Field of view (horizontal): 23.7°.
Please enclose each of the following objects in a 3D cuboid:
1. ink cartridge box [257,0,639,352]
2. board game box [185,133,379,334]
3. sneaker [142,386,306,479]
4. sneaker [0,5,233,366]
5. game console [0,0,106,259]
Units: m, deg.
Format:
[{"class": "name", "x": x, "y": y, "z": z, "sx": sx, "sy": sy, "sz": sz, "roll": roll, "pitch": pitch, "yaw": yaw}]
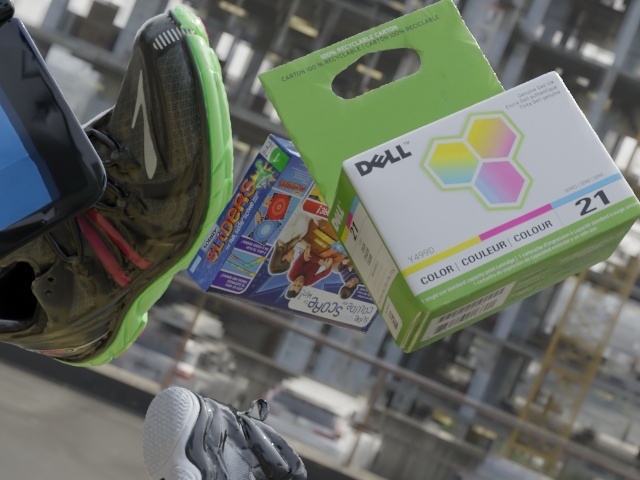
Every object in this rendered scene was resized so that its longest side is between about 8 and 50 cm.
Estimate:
[{"class": "ink cartridge box", "x": 0.089, "y": -0.073, "z": 1.150, "sx": 0.255, "sy": 0.189, "sz": 0.097, "roll": 61, "pitch": -16, "yaw": 17}, {"class": "board game box", "x": 0.000, "y": 0.000, "z": 1.282, "sx": 0.201, "sy": 0.136, "sz": 0.035, "roll": 19, "pitch": 19, "yaw": -46}, {"class": "sneaker", "x": -0.088, "y": 0.278, "z": 1.509, "sx": 0.153, "sy": 0.268, "sz": 0.101, "roll": 5, "pitch": -18, "yaw": -34}, {"class": "sneaker", "x": -0.234, "y": -0.033, "z": 1.576, "sx": 0.202, "sy": 0.483, "sz": 0.185, "roll": 5, "pitch": 43, "yaw": -32}, {"class": "game console", "x": -0.315, "y": -0.081, "z": 1.047, "sx": 0.173, "sy": 0.293, "sz": 0.250, "roll": 51, "pitch": -18, "yaw": 19}]
